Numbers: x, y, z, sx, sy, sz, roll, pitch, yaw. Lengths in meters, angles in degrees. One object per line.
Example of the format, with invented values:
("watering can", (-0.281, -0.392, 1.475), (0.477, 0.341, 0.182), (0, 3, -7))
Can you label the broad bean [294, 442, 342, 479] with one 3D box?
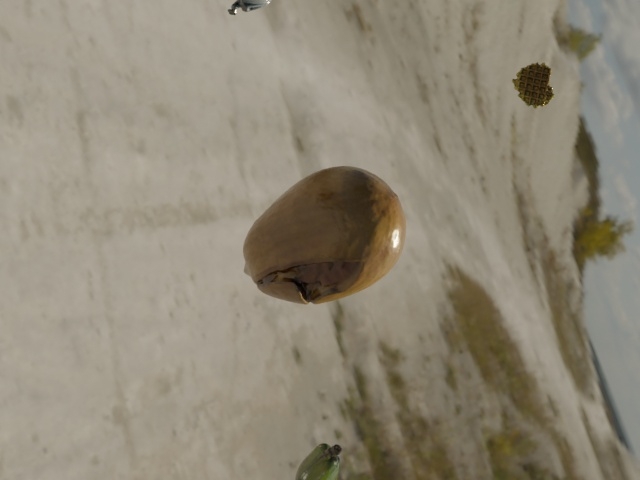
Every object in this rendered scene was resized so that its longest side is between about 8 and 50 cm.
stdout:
("broad bean", (-0.006, 0.317, 1.370), (0.048, 0.070, 0.214), (60, -30, 35))

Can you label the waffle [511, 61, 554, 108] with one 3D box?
("waffle", (0.399, -0.287, 1.958), (0.016, 0.078, 0.085), (82, -10, -79))

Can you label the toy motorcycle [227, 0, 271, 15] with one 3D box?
("toy motorcycle", (-0.184, -0.525, 2.029), (0.159, 0.270, 0.106), (117, -16, -50))

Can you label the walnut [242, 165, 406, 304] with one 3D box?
("walnut", (0.000, 0.000, 1.660), (0.203, 0.297, 0.203), (32, 47, -43))
